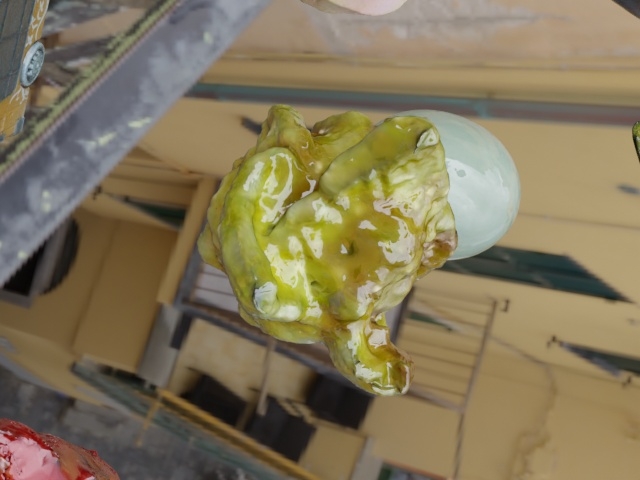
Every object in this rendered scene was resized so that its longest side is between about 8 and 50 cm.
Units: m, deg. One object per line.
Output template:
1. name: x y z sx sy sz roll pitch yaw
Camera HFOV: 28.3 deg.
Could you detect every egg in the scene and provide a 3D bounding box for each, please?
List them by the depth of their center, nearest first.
1. egg: 0.158 -0.075 1.746 0.283 0.203 0.203 16 85 -47

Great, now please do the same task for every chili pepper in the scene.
1. chili pepper: -0.248 0.229 1.166 0.387 0.110 0.110 86 28 -70

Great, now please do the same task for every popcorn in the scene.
1. popcorn: -0.004 -0.011 1.369 0.326 0.290 0.321 -30 131 -41

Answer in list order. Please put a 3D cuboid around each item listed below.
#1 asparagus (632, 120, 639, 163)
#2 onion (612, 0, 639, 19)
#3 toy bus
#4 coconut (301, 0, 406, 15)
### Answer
1. asparagus: 0.298 -0.054 1.118 0.021 0.025 0.108 -31 106 -77
2. onion: 0.394 -0.335 1.485 0.146 0.314 0.280 -40 96 -19
3. toy bus: -0.358 -0.231 1.287 0.167 0.138 0.275 -60 170 -66
4. coconut: 0.056 -0.453 1.805 0.259 0.259 0.259 -11 105 -46
